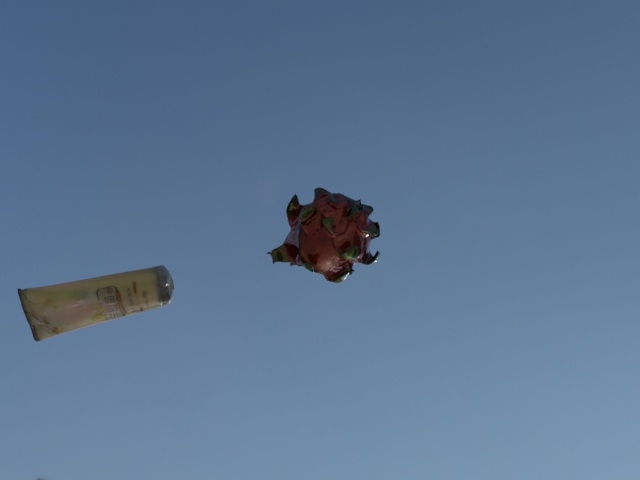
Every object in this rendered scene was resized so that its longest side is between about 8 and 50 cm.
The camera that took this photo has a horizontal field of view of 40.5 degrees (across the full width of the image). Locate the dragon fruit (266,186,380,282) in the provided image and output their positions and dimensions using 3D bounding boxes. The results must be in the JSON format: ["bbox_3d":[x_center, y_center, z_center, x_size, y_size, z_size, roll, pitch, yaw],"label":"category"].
[{"bbox_3d":[-0.003,0.001,1.357,0.236,0.137,0.135,-19,-121,53],"label":"dragon fruit"}]

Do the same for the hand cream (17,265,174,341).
[{"bbox_3d":[-0.213,0.056,0.834,0.143,0.039,0.061,-14,-58,-6],"label":"hand cream"}]
